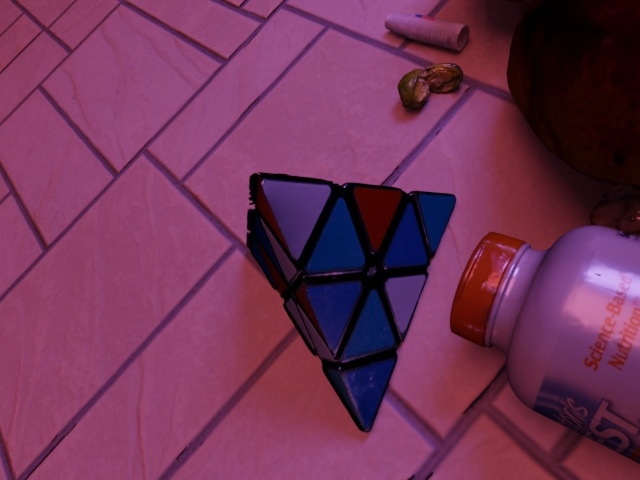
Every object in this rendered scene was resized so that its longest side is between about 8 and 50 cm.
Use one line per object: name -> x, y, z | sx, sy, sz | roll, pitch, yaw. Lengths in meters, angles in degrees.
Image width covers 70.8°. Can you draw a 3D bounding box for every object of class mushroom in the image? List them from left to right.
mushroom -> 0.326, -0.161, 0.399 | 0.345, 0.260, 0.346 | -29, 28, 17

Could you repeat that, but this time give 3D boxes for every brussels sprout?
brussels sprout -> 0.143, -0.207, 0.595 | 0.083, 0.046, 0.051 | -19, 54, 3

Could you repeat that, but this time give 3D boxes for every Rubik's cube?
Rubik's cube -> 0.000, 0.000, 0.536 | 0.250, 0.285, 0.234 | -42, 29, -30

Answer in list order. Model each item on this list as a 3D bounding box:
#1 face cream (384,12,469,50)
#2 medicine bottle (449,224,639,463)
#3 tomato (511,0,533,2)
face cream -> 0.147, -0.302, 0.642 | 0.130, 0.034, 0.034 | 32, 81, 34
medicine bottle -> 0.248, 0.083, 0.328 | 0.288, 0.157, 0.157 | 22, 76, 31
tomato -> 0.273, -0.417, 0.498 | 0.270, 0.270, 0.227 | -31, 74, 8
